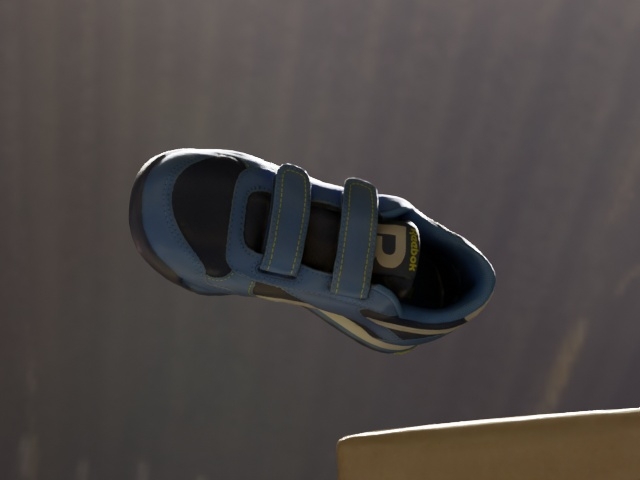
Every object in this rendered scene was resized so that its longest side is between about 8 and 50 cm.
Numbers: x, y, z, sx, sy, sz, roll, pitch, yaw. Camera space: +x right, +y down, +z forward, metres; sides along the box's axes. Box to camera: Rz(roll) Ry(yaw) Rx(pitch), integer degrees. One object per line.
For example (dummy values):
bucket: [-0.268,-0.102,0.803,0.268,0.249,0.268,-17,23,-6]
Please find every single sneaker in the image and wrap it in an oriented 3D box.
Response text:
sneaker: [0.000,0.000,0.688,0.144,0.053,0.059,18,-17,-33]

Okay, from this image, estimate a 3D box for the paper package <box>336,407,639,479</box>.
paper package: [0.170,0.233,0.830,0.309,0.325,0.168,-10,-10,41]
